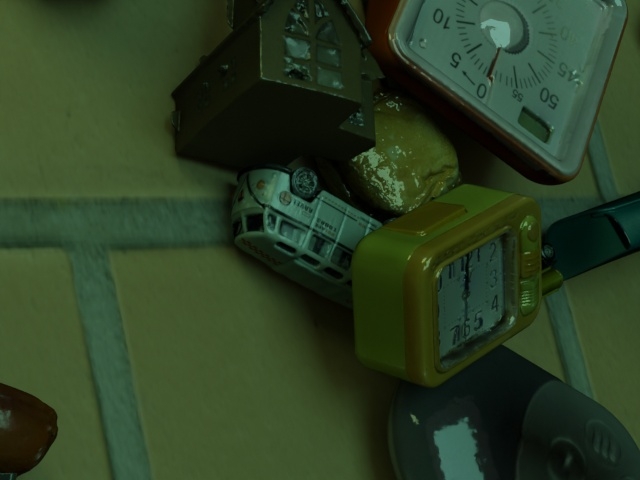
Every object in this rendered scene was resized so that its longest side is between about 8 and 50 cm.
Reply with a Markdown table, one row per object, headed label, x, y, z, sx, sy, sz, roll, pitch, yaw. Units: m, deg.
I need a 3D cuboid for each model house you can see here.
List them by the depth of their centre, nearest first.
| label | x | y | z | sx | sy | sz | roll | pitch | yaw |
| --- | --- | --- | --- | --- | --- | --- | --- | --- | --- |
| model house | -0.028 | -0.207 | 1.645 | 0.176 | 0.181 | 0.248 | 13 | 62 | -28 |

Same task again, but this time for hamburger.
| label | x | y | z | sx | sy | sz | roll | pitch | yaw |
| --- | --- | --- | --- | --- | --- | --- | --- | --- | --- |
| hamburger | 0.068 | -0.080 | 1.737 | 0.138 | 0.083 | 0.147 | -38 | 94 | -37 |

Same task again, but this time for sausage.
| label | x | y | z | sx | sy | sz | roll | pitch | yaw |
| --- | --- | --- | --- | --- | --- | --- | --- | --- | --- |
| sausage | -0.295 | 0.144 | 1.368 | 0.179 | 0.089 | 0.089 | 16 | 62 | -28 |

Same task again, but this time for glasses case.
| label | x | y | z | sx | sy | sz | roll | pitch | yaw |
| --- | --- | --- | --- | --- | --- | --- | --- | --- | --- |
| glasses case | 0.387 | -0.035 | 1.940 | 0.301 | 0.117 | 0.070 | -16 | 81 | -41 |

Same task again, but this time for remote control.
| label | x | y | z | sx | sy | sz | roll | pitch | yaw |
| --- | --- | --- | --- | --- | --- | --- | --- | --- | --- |
| remote control | 0.201 | 0.226 | 1.694 | 0.332 | 0.103 | 0.221 | 30 | 53 | -22 |

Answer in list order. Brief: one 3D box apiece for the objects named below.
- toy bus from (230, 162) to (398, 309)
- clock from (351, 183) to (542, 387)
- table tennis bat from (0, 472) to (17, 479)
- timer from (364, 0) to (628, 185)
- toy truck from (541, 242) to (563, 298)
| label | x | y | z | sx | sy | sz | roll | pitch | yaw |
| --- | --- | --- | --- | --- | --- | --- | --- | --- | --- |
| toy bus | 0.000 | 0.000 | 1.650 | 0.194 | 0.087 | 0.089 | 29 | 66 | -26 |
| clock | 0.123 | 0.039 | 1.624 | 0.202 | 0.096 | 0.143 | -27 | 125 | -44 |
| table tennis bat | -0.261 | 0.286 | 1.323 | 0.130 | 0.019 | 0.220 | 7 | 77 | -6 |
| timer | 0.171 | -0.202 | 1.793 | 0.257 | 0.161 | 0.250 | 34 | 44 | -22 |
| toy truck | 0.212 | 0.042 | 1.817 | 0.083 | 0.049 | 0.054 | -22 | 87 | -42 |
